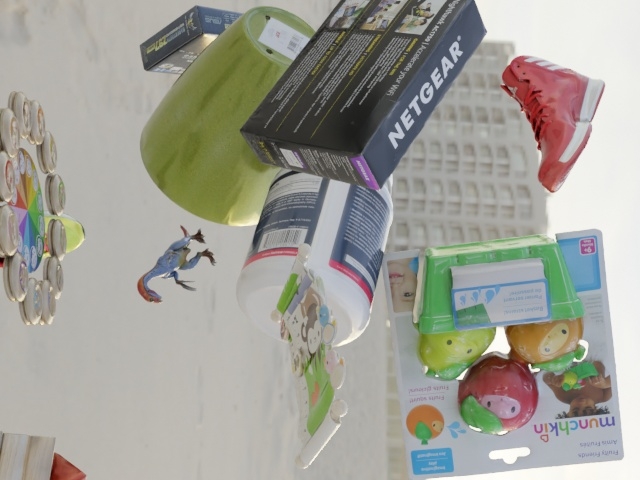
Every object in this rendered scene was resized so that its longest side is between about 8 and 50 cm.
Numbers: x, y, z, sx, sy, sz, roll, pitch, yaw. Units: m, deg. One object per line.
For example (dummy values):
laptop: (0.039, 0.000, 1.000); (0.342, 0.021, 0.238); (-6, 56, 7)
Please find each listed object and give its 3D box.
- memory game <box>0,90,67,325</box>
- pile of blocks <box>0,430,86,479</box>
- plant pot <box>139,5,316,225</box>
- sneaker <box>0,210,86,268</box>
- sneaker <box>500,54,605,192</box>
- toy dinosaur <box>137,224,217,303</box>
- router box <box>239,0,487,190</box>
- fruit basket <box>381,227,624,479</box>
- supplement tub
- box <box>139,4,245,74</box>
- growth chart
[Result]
memory game: (-0.224, -0.025, 0.695); (0.186, 0.012, 0.186); (177, -90, -88)
pile of blocks: (-0.222, 0.302, 0.646); (0.362, 0.113, 0.149); (-99, -156, -48)
plant pot: (-0.114, -0.220, 1.425); (0.293, 0.275, 0.275); (126, -23, -43)
sneaker: (-0.491, 0.011, 1.457); (0.094, 0.208, 0.081); (-119, -156, -56)
sneaker: (0.272, -0.153, 1.119); (0.221, 0.128, 0.087); (-57, 171, -47)
toy dinosaur: (-0.138, 0.026, 0.824); (0.090, 0.082, 0.047); (14, -52, 59)
router box: (0.035, -0.131, 0.733); (0.179, 0.133, 0.046); (-55, 137, -20)
fruit basket: (0.269, 0.173, 1.302); (0.165, 0.327, 0.353); (-13, 97, -85)
supplement tub: (0.000, 0.000, 1.288); (0.191, 0.191, 0.272); (93, 11, -53)
box: (-0.194, -0.369, 1.680); (0.233, 0.183, 0.059); (-5, 79, -47)
growth chart: (-0.014, 0.120, 0.955); (0.172, 0.021, 0.237); (110, -23, -44)
